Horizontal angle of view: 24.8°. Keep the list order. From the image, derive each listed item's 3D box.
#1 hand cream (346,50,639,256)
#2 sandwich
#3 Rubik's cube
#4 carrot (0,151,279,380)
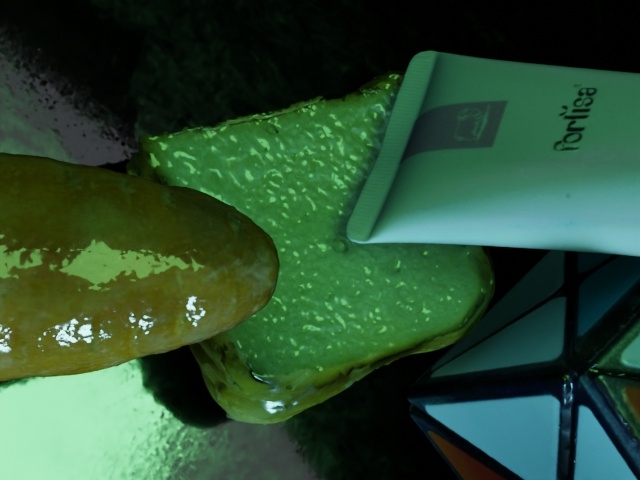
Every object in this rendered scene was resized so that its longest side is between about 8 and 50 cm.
[{"bbox_3d":[0.206,-0.057,1.019,0.118,0.358,0.186,64,39,-52],"label":"hand cream"},{"bbox_3d":[0.000,0.000,1.096,0.251,0.087,0.226,-20,79,-30],"label":"sandwich"},{"bbox_3d":[0.259,0.130,1.130,0.246,0.248,0.250,-41,101,-28],"label":"Rubik's cube"},{"bbox_3d":[-0.140,0.021,0.948,0.225,0.159,0.159,2,81,-12],"label":"carrot"}]
